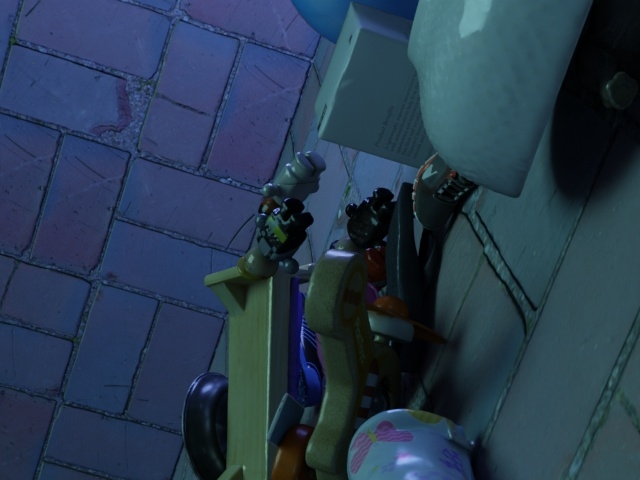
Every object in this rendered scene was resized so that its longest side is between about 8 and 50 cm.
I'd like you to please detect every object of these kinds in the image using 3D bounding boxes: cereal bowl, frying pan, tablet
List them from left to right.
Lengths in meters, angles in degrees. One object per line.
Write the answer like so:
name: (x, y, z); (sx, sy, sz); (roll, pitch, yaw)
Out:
frying pan: (-0.113, 0.322, 1.990); (0.053, 0.326, 0.197); (-15, 61, 28)
tablet: (-0.037, 0.195, 1.334); (0.083, 0.006, 0.054); (58, -127, -68)
cereal bowl: (0.169, -0.217, 1.122); (0.339, 0.141, 0.339); (20, -90, -84)

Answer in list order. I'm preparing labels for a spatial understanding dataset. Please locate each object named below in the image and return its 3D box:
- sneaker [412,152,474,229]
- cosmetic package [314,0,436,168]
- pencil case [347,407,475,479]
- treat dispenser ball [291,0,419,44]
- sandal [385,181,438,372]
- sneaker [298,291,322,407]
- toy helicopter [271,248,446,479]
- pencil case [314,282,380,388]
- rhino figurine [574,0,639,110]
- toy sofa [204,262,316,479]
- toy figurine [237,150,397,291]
sneaker: (0.154, -0.075, 1.481); (0.065, 0.061, 0.158); (-106, 31, -58)
cosmetic package: (0.103, -0.193, 1.599); (0.151, 0.183, 0.151); (-95, 24, -66)
pencil case: (0.095, 0.241, 1.084); (0.273, 0.124, 0.114); (-106, 5, -76)
treat dispenser ball: (0.083, -0.409, 1.778); (0.288, 0.288, 0.288); (-163, 90, -81)
sandal: (0.115, 0.047, 1.542); (0.097, 0.054, 0.255); (105, 167, -59)
sneaker: (-0.022, 0.172, 2.054); (0.081, 0.090, 0.232); (117, 145, -42)
toy helicopter: (0.043, 0.122, 1.276); (0.355, 0.140, 0.235); (79, -147, -50)
pencil case: (0.039, 0.128, 1.473); (0.209, 0.095, 0.098); (82, -152, -48)
rhino figurine: (0.269, -0.217, 1.000); (0.106, 0.073, 0.243); (-146, 74, -77)
toy sofa: (-0.066, 0.219, 1.860); (0.150, 0.177, 0.363); (-17, 67, 52)
toy figurine: (0.000, 0.000, 1.779); (0.148, 0.209, 0.213); (-54, 17, 35)
